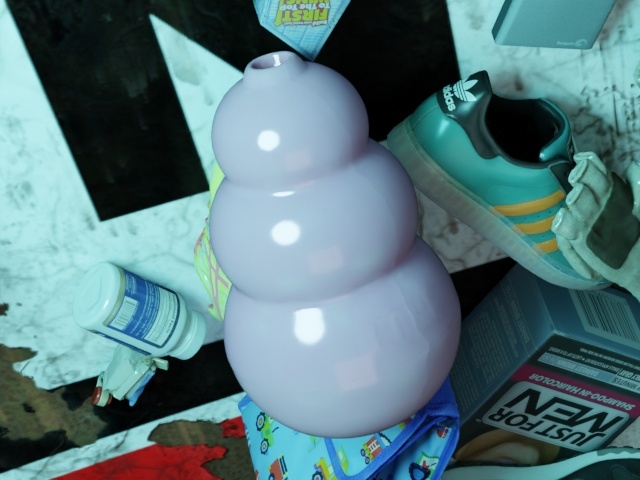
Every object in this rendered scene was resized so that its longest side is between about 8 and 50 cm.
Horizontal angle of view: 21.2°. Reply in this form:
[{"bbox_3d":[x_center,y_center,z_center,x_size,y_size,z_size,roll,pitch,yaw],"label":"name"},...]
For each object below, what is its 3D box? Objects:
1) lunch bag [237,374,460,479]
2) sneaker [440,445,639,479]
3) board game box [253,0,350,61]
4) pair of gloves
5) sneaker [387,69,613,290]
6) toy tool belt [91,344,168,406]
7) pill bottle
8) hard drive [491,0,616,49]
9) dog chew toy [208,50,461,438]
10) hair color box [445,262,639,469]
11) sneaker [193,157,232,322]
[{"bbox_3d":[0.050,0.160,1.662,0.138,0.221,0.293,10,130,-25],"label":"lunch bag"},{"bbox_3d":[0.248,0.299,1.767,0.283,0.124,0.107,-6,137,-12],"label":"sneaker"},{"bbox_3d":[-0.036,-0.237,1.355,0.194,0.060,0.194,2,133,-18],"label":"board game box"},{"bbox_3d":[0.309,-0.065,1.565,0.204,0.042,0.240,29,91,-41],"label":"pair of gloves"},{"bbox_3d":[0.207,-0.053,1.575,0.302,0.108,0.121,28,126,-34],"label":"sneaker"},{"bbox_3d":[-0.188,0.141,1.699,0.051,0.052,0.083,20,127,-21],"label":"toy tool belt"},{"bbox_3d":[-0.169,0.071,1.621,0.120,0.067,0.067,27,122,-35],"label":"pill bottle"},{"bbox_3d":[0.211,-0.218,1.458,0.094,0.022,0.135,1,142,-17],"label":"hard drive"},{"bbox_3d":[0.000,0.000,1.442,0.206,0.207,0.332,-15,115,-1],"label":"dog chew toy"},{"bbox_3d":[0.183,0.198,1.817,0.185,0.114,0.374,19,127,-31],"label":"hair color box"},{"bbox_3d":[-0.084,0.001,1.571,0.081,0.094,0.209,-31,128,-42],"label":"sneaker"}]
